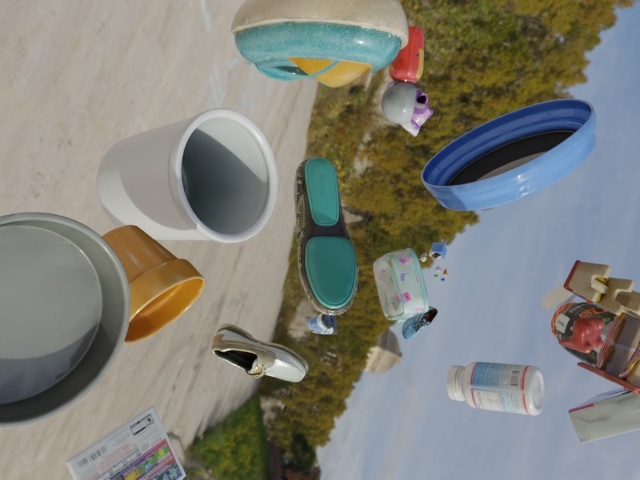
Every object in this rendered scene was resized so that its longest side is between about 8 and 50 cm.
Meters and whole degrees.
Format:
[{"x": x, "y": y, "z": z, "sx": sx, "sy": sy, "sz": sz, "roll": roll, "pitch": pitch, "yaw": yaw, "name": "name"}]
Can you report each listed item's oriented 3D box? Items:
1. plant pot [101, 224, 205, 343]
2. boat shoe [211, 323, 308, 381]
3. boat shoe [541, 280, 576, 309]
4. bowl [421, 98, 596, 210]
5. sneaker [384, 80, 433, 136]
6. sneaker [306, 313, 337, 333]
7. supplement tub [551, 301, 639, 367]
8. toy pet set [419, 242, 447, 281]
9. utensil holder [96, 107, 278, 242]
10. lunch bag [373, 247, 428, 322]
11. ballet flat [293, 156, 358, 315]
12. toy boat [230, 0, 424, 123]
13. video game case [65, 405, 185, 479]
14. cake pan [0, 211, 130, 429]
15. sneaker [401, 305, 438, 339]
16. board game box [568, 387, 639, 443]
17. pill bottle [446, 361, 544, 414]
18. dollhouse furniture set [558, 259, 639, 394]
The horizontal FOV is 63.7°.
[{"x": -0.379, "y": 0.077, "z": 1.071, "sx": 0.205, "sy": 0.188, "sz": 0.205, "roll": -40, "pitch": 167, "yaw": -11, "name": "plant pot"}, {"x": -0.186, "y": 0.362, "z": 1.550, "sx": 0.103, "sy": 0.302, "sz": 0.113, "roll": -73, "pitch": -173, "yaw": -60, "name": "boat shoe"}, {"x": 0.807, "y": 0.172, "z": 1.680, "sx": 0.184, "sy": 0.063, "sz": 0.066, "roll": -42, "pitch": -152, "yaw": -6, "name": "boat shoe"}, {"x": 0.426, "y": -0.196, "z": 1.183, "sx": 0.391, "sy": 0.077, "sz": 0.391, "roll": -27, "pitch": -160, "yaw": 10, "name": "bowl"}, {"x": 0.272, "y": -0.421, "z": 1.561, "sx": 0.104, "sy": 0.095, "sz": 0.236, "roll": -42, "pitch": -137, "yaw": 26, "name": "sneaker"}, {"x": 0.010, "y": 0.320, "z": 1.978, "sx": 0.211, "sy": 0.081, "sz": 0.080, "roll": 47, "pitch": 34, "yaw": -63, "name": "sneaker"}, {"x": 0.966, "y": 0.335, "z": 1.776, "sx": 0.338, "sy": 0.207, "sz": 0.207, "roll": -136, "pitch": -114, "yaw": -77, "name": "supplement tub"}, {"x": 0.439, "y": 0.072, "z": 1.924, "sx": 0.114, "sy": 0.122, "sz": 0.065, "roll": -65, "pitch": -172, "yaw": -29, "name": "toy pet set"}, {"x": -0.363, "y": -0.156, "z": 1.376, "sx": 0.328, "sy": 0.386, "sz": 0.327, "roll": 1, "pitch": 89, "yaw": -51, "name": "utensil holder"}, {"x": 0.260, "y": 0.152, "z": 1.682, "sx": 0.279, "sy": 0.108, "sz": 0.224, "roll": 112, "pitch": -37, "yaw": -77, "name": "lunch bag"}, {"x": 0.000, "y": 0.000, "z": 1.426, "sx": 0.182, "sy": 0.164, "sz": 0.482, "roll": 122, "pitch": -34, "yaw": -57, "name": "ballet flat"}, {"x": 0.046, "y": -0.263, "z": 0.746, "sx": 0.318, "sy": 0.267, "sz": 0.148, "roll": -1, "pitch": 101, "yaw": -43, "name": "toy boat"}, {"x": -0.410, "y": 0.489, "z": 1.104, "sx": 0.023, "sy": 0.183, "sz": 0.201, "roll": -17, "pitch": -172, "yaw": 46, "name": "video game case"}, {"x": -0.406, "y": 0.106, "z": 0.711, "sx": 0.293, "sy": 0.054, "sz": 0.293, "roll": -9, "pitch": 102, "yaw": -52, "name": "cake pan"}, {"x": 0.355, "y": 0.289, "z": 1.838, "sx": 0.162, "sy": 0.063, "sz": 0.073, "roll": -41, "pitch": 178, "yaw": -14, "name": "sneaker"}, {"x": 0.873, "y": 0.476, "z": 1.466, "sx": 0.224, "sy": 0.303, "sz": 0.097, "roll": -33, "pitch": -117, "yaw": 35, "name": "board game box"}, {"x": 0.322, "y": 0.271, "z": 0.955, "sx": 0.087, "sy": 0.160, "sz": 0.087, "roll": 8, "pitch": 80, "yaw": -51, "name": "pill bottle"}, {"x": 0.628, "y": 0.194, "z": 1.135, "sx": 0.201, "sy": 0.374, "sz": 0.152, "roll": -64, "pitch": -154, "yaw": 0, "name": "dollhouse furniture set"}]
